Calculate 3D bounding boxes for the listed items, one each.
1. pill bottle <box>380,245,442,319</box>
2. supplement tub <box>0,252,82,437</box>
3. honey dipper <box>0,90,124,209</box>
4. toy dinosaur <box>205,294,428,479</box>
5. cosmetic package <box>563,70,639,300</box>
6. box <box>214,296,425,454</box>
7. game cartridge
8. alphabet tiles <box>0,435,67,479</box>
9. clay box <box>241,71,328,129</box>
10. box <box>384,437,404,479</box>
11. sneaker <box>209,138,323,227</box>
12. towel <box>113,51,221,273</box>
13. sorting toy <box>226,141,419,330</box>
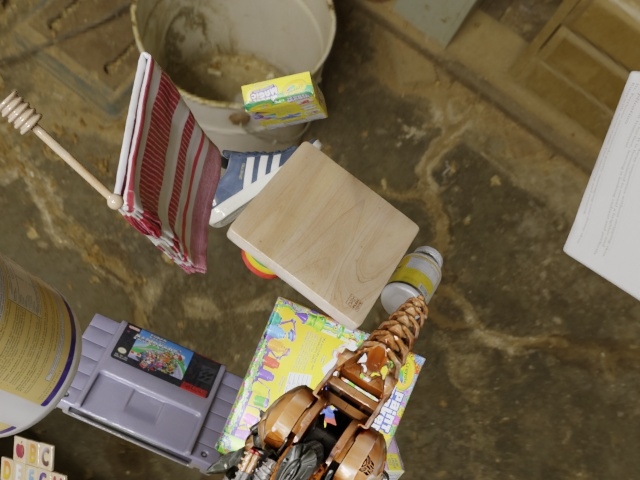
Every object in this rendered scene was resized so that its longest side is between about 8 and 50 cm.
[{"bbox_3d":[0.216,0.092,1.754,0.103,0.103,0.184,36,43,2],"label":"pill bottle"},{"bbox_3d":[-0.494,0.112,1.007,0.241,0.331,0.241,-6,64,12],"label":"supplement tub"},{"bbox_3d":[-0.272,-0.090,0.816,0.160,0.030,0.030,47,71,-20],"label":"honey dipper"},{"bbox_3d":[0.000,0.183,0.599,0.322,0.218,0.164,-31,67,-18],"label":"toy dinosaur"},{"bbox_3d":[0.391,-0.014,0.660,0.156,0.385,0.217,13,105,-14],"label":"cosmetic package"},{"bbox_3d":[0.006,0.288,1.393,0.279,0.177,0.289,23,87,7],"label":"box"},{"bbox_3d":[-0.340,0.302,1.557,0.355,0.068,0.230,25,47,-6],"label":"game cartridge"},{"bbox_3d":[-0.670,0.634,1.773,0.011,0.285,0.342,7,84,-48],"label":"alphabet tiles"},{"bbox_3d":[-0.065,-0.259,1.427,0.128,0.222,0.053,-11,86,7],"label":"clay box"},{"bbox_3d":[0.080,0.538,1.910,0.117,0.243,0.213,9,42,-24],"label":"box"},{"bbox_3d":[-0.159,-0.182,1.880,0.350,0.131,0.148,-34,83,-20],"label":"sneaker"},{"bbox_3d":[-0.221,-0.102,1.176,0.037,0.329,0.237,2,72,10],"label":"towel"},{"bbox_3d":[0.000,0.000,1.302,0.255,0.089,0.257,37,50,-1],"label":"sorting toy"}]
